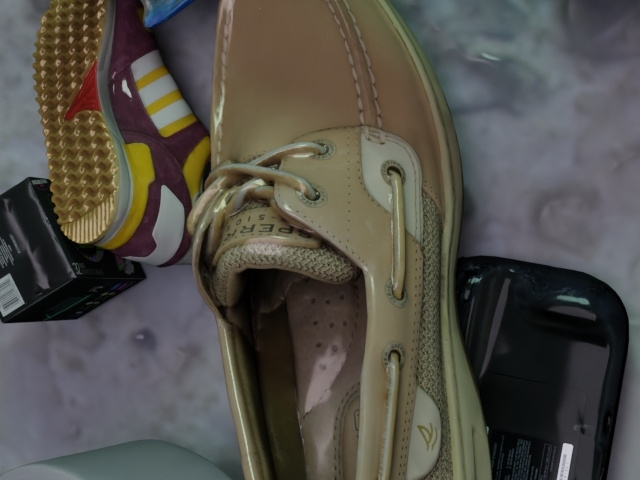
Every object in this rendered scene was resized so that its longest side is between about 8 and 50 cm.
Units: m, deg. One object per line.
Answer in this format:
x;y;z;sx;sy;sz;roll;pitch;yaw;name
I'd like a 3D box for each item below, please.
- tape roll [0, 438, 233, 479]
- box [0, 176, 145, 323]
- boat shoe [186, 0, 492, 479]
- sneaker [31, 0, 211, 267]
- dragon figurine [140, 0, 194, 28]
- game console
-0.095;0.211;0.760;0.219;0.072;0.219;10;104;47;tape roll
-0.143;0.006;0.827;0.052;0.083;0.062;-31;80;16;box
0.000;0.000;0.742;0.122;0.110;0.341;-23;69;28;boat shoe
-0.102;-0.068;0.832;0.070;0.084;0.185;-31;53;36;sneaker
-0.092;-0.170;0.782;0.289;0.144;0.085;-43;66;7;dragon figurine
0.092;0.192;0.767;0.213;0.044;0.361;10;92;17;game console
